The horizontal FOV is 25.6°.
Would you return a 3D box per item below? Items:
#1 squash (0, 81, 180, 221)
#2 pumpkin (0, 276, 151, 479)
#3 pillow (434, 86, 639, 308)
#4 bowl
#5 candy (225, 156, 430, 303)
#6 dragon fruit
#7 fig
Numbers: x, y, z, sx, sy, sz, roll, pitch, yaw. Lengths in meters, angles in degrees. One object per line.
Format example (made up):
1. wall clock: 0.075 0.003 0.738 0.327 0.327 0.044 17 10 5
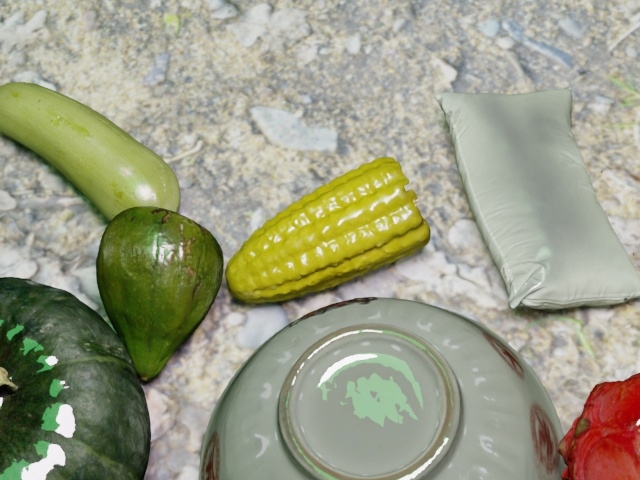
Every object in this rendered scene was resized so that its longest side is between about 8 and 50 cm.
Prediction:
1. squash: -0.237 -0.088 1.431 0.250 0.083 0.083 35 70 25
2. pumpkin: -0.294 0.173 1.218 0.300 0.207 0.300 1 65 -2
3. pillow: 0.212 -0.046 1.357 0.144 0.078 0.254 -10 60 -10
4. bowl: 0.048 0.171 1.210 0.337 0.157 0.337 -3 62 5
5. candy: 0.000 0.000 1.343 0.198 0.106 0.094 -24 78 0
6. dragon fruit: 0.291 0.194 1.163 0.209 0.172 0.172 32 69 30
7. fig: -0.160 0.051 1.326 0.123 0.123 0.156 15 81 15
